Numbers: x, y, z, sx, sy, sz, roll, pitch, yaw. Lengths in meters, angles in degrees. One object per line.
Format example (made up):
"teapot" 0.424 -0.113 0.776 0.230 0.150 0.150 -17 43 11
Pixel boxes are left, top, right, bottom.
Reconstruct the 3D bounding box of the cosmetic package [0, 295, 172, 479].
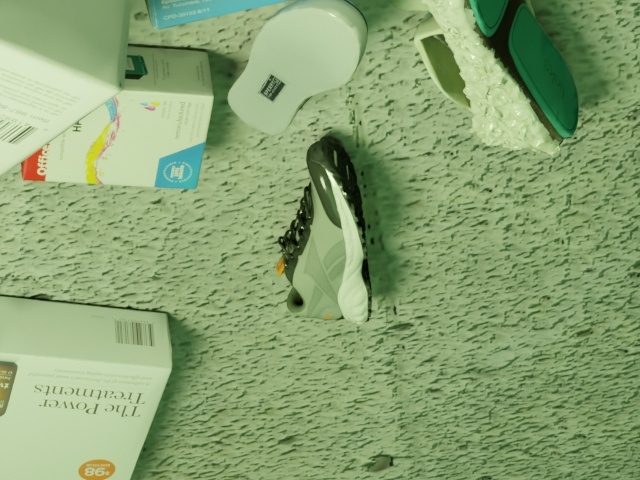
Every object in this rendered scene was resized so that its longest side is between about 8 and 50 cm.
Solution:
"cosmetic package" -0.393 0.193 2.083 0.377 0.097 0.284 7 136 -17

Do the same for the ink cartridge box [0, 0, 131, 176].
"ink cartridge box" -0.392 -0.173 1.559 0.285 0.166 0.395 21 149 -33

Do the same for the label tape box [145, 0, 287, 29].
"label tape box" -0.054 -0.357 1.520 0.249 0.115 0.348 -13 145 -7

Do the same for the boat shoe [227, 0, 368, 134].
"boat shoe" -0.011 -0.186 1.709 0.096 0.088 0.267 35 155 -3

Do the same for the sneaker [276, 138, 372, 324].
"sneaker" 0.000 0.001 1.962 0.108 0.100 0.271 -4 136 0

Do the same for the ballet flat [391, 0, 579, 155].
"ballet flat" 0.143 -0.225 1.743 0.147 0.147 0.409 -21 135 10

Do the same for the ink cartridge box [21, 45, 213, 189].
"ink cartridge box" -0.234 -0.129 1.795 0.231 0.078 0.134 2 134 -12
